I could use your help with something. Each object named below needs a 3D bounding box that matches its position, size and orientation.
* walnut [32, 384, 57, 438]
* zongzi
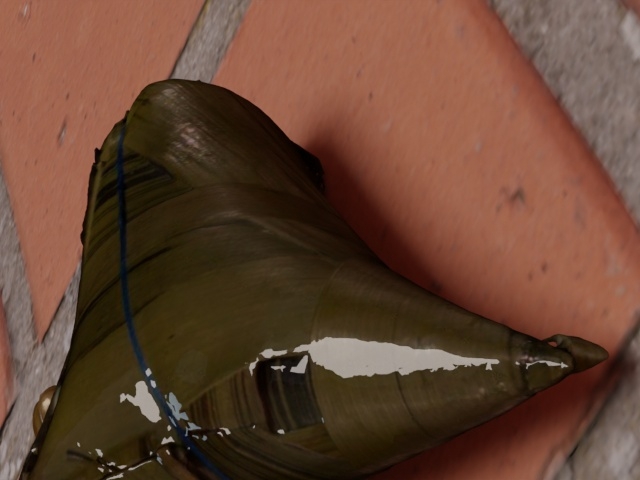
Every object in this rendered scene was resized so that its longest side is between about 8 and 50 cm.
[{"bbox_3d":[-0.106,0.146,0.952,0.170,0.069,0.143,105,155,-62],"label":"walnut"},{"bbox_3d":[0.000,0.000,0.819,0.289,0.123,0.260,-32,39,38],"label":"zongzi"}]
